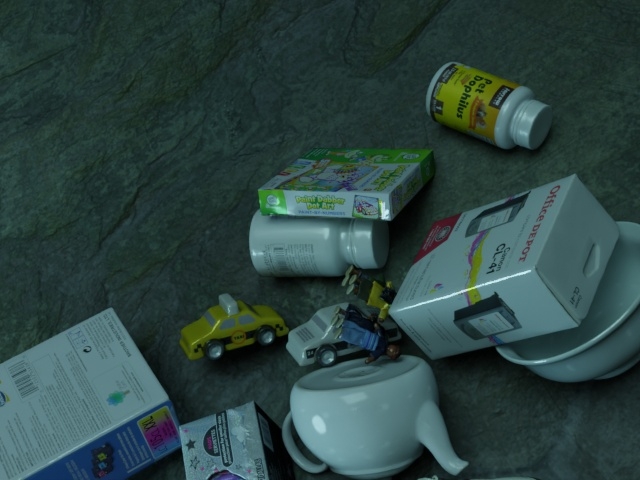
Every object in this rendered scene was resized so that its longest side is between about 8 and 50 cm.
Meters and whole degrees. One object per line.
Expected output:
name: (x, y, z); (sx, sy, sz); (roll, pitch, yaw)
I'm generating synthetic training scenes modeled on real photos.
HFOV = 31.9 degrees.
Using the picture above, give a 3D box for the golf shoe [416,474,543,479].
golf shoe: (0.208, 0.402, 1.668); (0.273, 0.120, 0.105); (-18, 48, 26)

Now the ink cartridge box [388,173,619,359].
ink cartridge box: (0.284, 0.046, 1.754); (0.306, 0.131, 0.226); (-23, 27, 46)

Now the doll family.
doll family: (0.085, 0.123, 1.822); (0.076, 0.111, 0.193); (-40, 26, 55)

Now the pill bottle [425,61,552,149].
pill bottle: (0.305, -0.238, 2.019); (0.215, 0.117, 0.117); (26, 75, 31)

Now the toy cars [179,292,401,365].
toy cars: (-0.060, 0.142, 1.924); (0.394, 0.087, 0.176); (0, 22, 22)

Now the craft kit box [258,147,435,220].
craft kit box: (0.052, -0.105, 1.999); (0.247, 0.061, 0.250); (5, 24, 22)

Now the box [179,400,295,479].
box: (-0.124, 0.412, 1.800); (0.142, 0.163, 0.247); (-21, 56, 8)

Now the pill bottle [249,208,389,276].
pill bottle: (0.000, 0.000, 2.001); (0.229, 0.131, 0.131); (-1, 62, 22)

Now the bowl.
bowl: (0.423, 0.118, 1.729); (0.298, 0.134, 0.298); (-37, 21, 17)

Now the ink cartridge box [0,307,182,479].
ink cartridge box: (-0.468, 0.322, 1.921); (0.395, 0.151, 0.270); (-27, 45, -16)

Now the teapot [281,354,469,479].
teapot: (0.074, 0.297, 1.775); (0.253, 0.256, 0.187); (-11, 96, -8)
